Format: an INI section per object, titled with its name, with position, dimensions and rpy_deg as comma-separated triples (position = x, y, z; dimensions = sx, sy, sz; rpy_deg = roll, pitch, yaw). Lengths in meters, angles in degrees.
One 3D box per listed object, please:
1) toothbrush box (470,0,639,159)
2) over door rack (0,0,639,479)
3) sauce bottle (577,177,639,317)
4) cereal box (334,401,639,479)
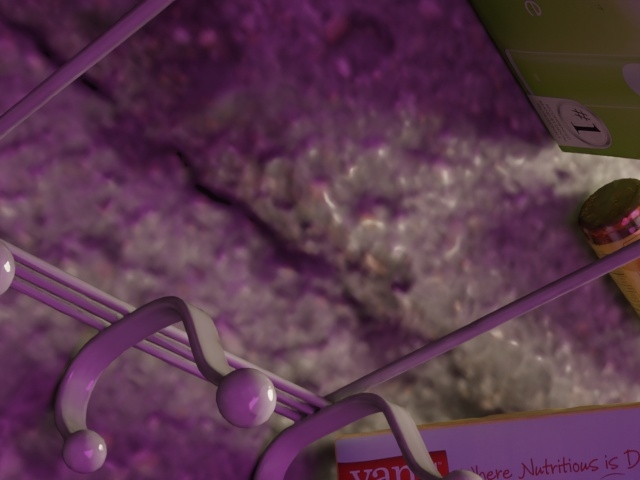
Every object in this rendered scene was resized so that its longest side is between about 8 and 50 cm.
[toothbrush box]
position = 0.176, -0.140, 0.661
dimensions = 0.122, 0.283, 0.206
rpy_deg = -45, 117, -19
[over door rack]
position = 0.000, 0.000, 0.575
dimensions = 0.239, 0.324, 0.108
rpy_deg = 29, 38, -31
[sauce bottle]
position = 0.179, 0.025, 0.824
dimensions = 0.042, 0.042, 0.128
rpy_deg = -49, 117, -17
[cereal box]
position = 0.102, 0.194, 0.697
dimensions = 0.047, 0.173, 0.240
rpy_deg = 20, 64, -69
